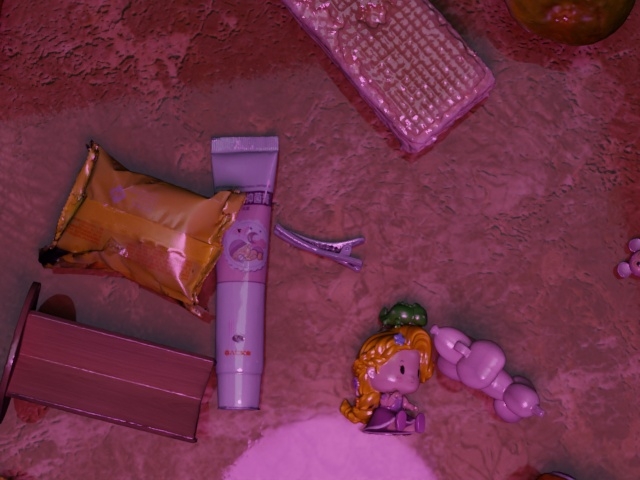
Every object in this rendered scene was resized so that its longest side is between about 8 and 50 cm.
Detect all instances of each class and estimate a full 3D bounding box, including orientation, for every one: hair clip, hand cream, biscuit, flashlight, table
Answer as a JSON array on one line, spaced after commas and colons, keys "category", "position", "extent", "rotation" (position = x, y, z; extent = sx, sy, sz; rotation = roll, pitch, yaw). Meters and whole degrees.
[{"category": "hair clip", "position": [0.000, 0.000, 1.622], "extent": [0.115, 0.030, 0.039], "rotation": [19, 64, 0]}, {"category": "hand cream", "position": [-0.094, 0.037, 1.606], "extent": [0.085, 0.058, 0.331], "rotation": [-2, 77, 14]}, {"category": "biscuit", "position": [0.026, -0.302, 1.635], "extent": [0.144, 0.078, 0.426], "rotation": [-41, 84, -4]}, {"category": "flashlight", "position": [0.415, 0.041, 1.615], "extent": [0.110, 0.031, 0.052], "rotation": [27, 83, 3]}, {"category": "table", "position": [-0.242, 0.157, 1.546], "extent": [0.227, 0.167, 0.167], "rotation": [16, 83, -7]}]

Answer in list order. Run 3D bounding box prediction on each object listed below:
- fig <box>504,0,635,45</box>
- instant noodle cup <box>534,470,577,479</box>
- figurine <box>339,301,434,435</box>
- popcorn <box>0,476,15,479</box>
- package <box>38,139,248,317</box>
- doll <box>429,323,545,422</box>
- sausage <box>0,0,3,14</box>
[{"category": "fig", "position": [0.303, -0.352, 1.603], "extent": [0.167, 0.167, 0.233], "rotation": [11, 90, 1]}, {"category": "instant noodle cup", "position": [0.264, 0.372, 1.491], "extent": [0.216, 0.216, 0.172], "rotation": [40, 75, 5]}, {"category": "figurine", "position": [0.073, 0.150, 1.579], "extent": [0.115, 0.095, 0.156], "rotation": [-5, 75, 38]}, {"category": "popcorn", "position": [-0.372, 0.329, 1.543], "extent": [0.106, 0.121, 0.116], "rotation": [-48, 54, 30]}, {"category": "package", "position": [-0.208, -0.012, 1.586], "extent": [0.226, 0.090, 0.168], "rotation": [20, 86, 12]}, {"category": "doll", "position": [0.187, 0.150, 1.535], "extent": [0.161, 0.160, 0.059], "rotation": [38, 84, 3]}, {"category": "sausage", "position": [-0.431, -0.273, 1.627], "extent": [0.089, 0.089, 0.179], "rotation": [2, 73, 0]}]
